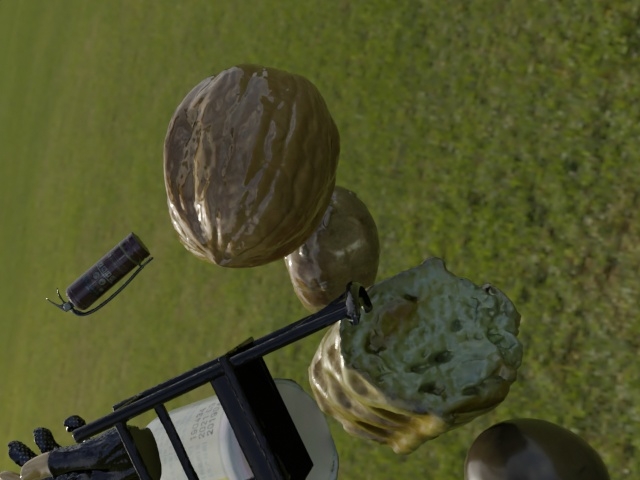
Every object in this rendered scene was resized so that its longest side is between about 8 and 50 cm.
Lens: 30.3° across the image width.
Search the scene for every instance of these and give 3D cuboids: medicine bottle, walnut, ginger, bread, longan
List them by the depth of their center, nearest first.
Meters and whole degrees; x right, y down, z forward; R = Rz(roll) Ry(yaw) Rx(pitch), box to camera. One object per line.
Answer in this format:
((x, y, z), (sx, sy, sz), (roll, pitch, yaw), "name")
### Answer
((0.250, 0.292, 1.353), (0.189, 0.189, 0.189), (-168, 90, -71), "longan")
((0.114, 0.147, 1.423), (0.196, 0.238, 0.252), (60, 172, 15), "bread")
((-0.087, -0.088, 1.440), (0.225, 0.225, 0.261), (-36, 35, 63), "walnut")
((-0.170, 0.359, 1.888), (0.379, 0.213, 0.213), (-24, 53, 43), "medicine bottle")
((0.000, 0.000, 1.894), (0.304, 0.155, 0.244), (-132, 20, -67), "ginger")

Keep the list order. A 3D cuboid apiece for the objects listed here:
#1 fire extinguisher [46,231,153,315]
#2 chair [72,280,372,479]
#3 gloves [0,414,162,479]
((-0.314, 0.055, 1.697), (0.158, 0.064, 0.043), (-41, 7, 5), "fire extinguisher")
((-0.056, 0.151, 1.018), (0.154, 0.260, 0.141), (-24, -92, -84), "chair")
((-0.292, 0.276, 1.406), (0.129, 0.181, 0.106), (-80, -28, -72), "gloves")
